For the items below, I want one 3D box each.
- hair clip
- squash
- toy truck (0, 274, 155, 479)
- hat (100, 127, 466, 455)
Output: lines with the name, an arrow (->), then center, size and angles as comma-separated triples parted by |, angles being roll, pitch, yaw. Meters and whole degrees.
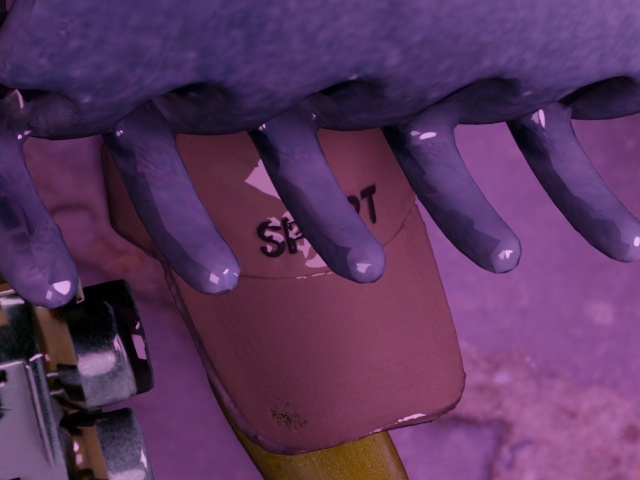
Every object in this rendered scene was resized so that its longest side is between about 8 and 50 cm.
hair clip -> 0.016, -0.129, 0.702 | 0.318, 0.392, 0.238 | -4, 126, -32
squash -> 0.002, 0.101, 0.926 | 0.066, 0.066, 0.201 | -26, 121, -4
toy truck -> -0.131, 0.106, 0.855 | 0.128, 0.135, 0.260 | -15, 124, -9
hat -> 0.000, 0.000, 0.832 | 0.147, 0.175, 0.085 | -19, 152, -13
